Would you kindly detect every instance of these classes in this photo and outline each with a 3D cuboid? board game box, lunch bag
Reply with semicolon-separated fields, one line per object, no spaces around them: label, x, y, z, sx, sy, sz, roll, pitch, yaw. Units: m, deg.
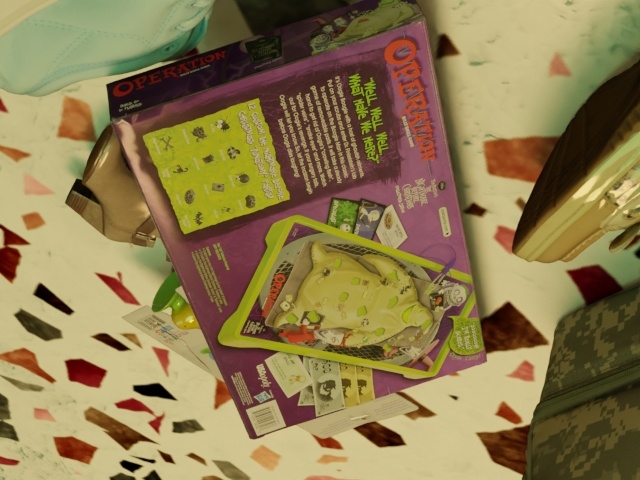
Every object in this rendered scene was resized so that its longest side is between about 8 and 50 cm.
board game box;0.000;0.000;0.849;0.208;0.056;0.347;-15;134;1
lunch bag;0.296;0.202;0.862;0.305;0.256;0.212;40;137;-21

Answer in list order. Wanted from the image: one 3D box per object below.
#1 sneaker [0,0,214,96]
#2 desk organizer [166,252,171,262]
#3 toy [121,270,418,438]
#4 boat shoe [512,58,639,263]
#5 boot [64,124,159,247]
sneaker;-0.101;-0.182;0.713;0.366;0.135;0.150;-12;157;36
desk organizer;-0.054;0.004;0.943;0.130;0.050;0.047;17;141;4
toy;-0.040;0.091;1.030;0.237;0.056;0.137;32;144;-27
boat shoe;0.217;-0.063;0.710;0.089;0.104;0.285;31;139;-8
boot;-0.152;-0.040;0.950;0.087;0.042;0.118;25;142;-16
